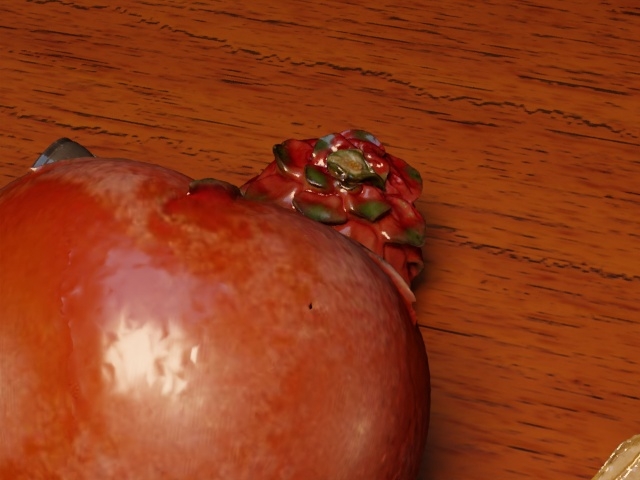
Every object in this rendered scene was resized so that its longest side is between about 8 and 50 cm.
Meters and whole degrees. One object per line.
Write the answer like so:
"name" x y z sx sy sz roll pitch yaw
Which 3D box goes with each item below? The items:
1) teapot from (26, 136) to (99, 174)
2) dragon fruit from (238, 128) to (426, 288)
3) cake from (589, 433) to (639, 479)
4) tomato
"teapot" -0.158 -0.031 1.221 0.057 0.066 0.088 31 28 10
"dragon fruit" 0.004 0.003 1.119 0.130 0.121 0.142 29 77 40
"cake" 0.210 0.138 1.004 0.080 0.116 0.185 36 88 42
"tomato" -0.077 0.090 0.933 0.265 0.265 0.265 -3 42 3
